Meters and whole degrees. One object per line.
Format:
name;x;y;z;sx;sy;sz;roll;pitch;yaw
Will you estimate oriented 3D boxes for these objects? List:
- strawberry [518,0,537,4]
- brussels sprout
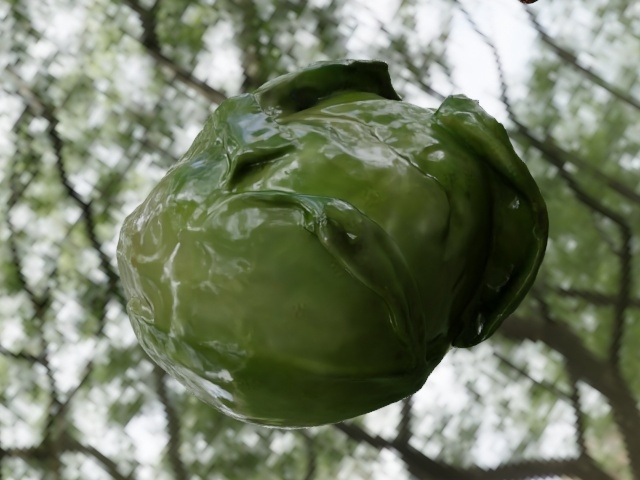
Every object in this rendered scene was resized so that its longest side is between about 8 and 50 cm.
strawberry;0.204;-0.275;1.809;0.083;0.073;0.073;37;-94;-44
brussels sprout;0.001;0.001;1.205;0.259;0.294;0.227;-37;-64;-57
